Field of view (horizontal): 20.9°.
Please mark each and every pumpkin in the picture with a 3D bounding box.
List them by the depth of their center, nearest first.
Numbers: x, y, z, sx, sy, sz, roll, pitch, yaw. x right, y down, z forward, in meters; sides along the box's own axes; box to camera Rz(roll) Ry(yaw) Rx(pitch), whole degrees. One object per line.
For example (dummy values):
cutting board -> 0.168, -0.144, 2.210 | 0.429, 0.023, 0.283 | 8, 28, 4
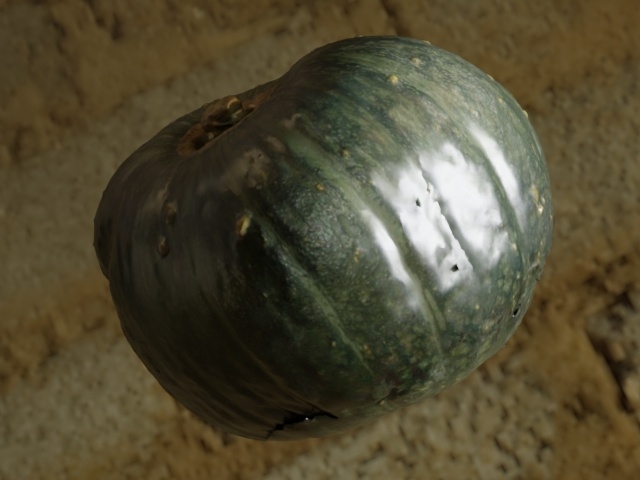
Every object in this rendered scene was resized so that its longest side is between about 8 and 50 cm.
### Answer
pumpkin -> 0.000, 0.000, 1.232 | 0.291, 0.257, 0.328 | -39, -163, -26
